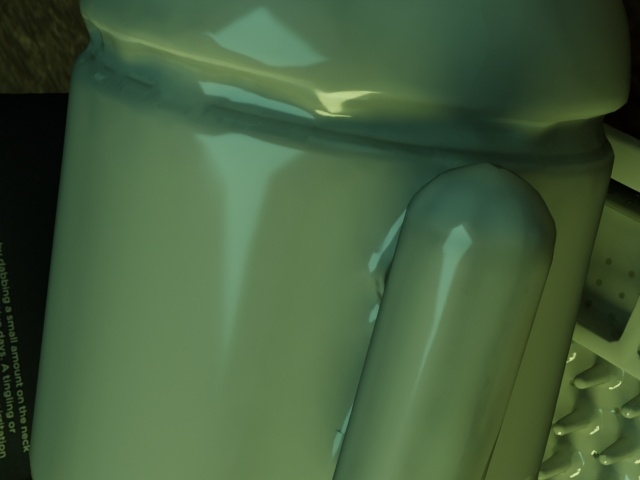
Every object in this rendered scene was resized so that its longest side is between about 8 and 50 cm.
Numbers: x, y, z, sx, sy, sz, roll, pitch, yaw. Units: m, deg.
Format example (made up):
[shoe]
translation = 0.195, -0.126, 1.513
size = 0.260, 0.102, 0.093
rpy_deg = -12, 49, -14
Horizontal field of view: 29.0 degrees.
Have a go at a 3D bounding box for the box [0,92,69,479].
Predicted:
[box]
translation = -0.224, 0.040, 0.672
size = 0.343, 0.312, 0.179
rpy_deg = -11, 88, 38

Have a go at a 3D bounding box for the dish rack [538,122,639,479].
[dish rack]
translation = 0.118, 0.117, 0.566
size = 0.285, 0.072, 0.333
rpy_deg = 32, 113, 30

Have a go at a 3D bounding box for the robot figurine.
[robot figurine]
translation = 0.000, 0.000, 0.472
size = 0.300, 0.199, 0.353
rpy_deg = -135, 52, -63
